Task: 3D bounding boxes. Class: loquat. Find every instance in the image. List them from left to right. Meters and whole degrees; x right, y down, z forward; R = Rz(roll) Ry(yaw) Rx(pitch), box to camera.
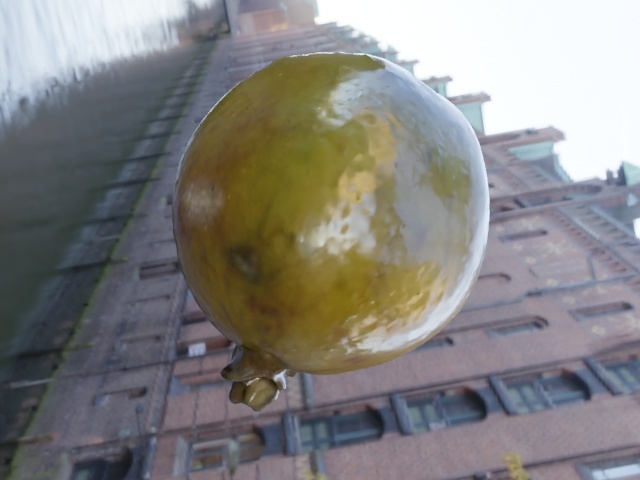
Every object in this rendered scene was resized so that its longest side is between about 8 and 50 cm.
[{"bbox_3d":[0.000,0.000,0.563,0.213,0.213,0.246,92,21,-83],"label":"loquat"}]
